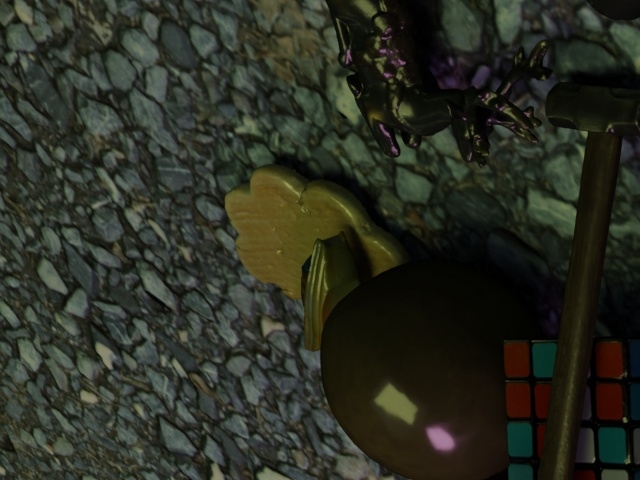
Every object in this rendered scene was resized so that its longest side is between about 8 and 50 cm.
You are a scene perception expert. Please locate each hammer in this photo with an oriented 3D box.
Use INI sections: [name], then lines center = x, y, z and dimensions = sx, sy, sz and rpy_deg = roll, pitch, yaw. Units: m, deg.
[hammer]
center = 0.224, 0.045, 1.716
dimensions = 0.111, 0.043, 0.365
rpy_deg = 13, 97, 49

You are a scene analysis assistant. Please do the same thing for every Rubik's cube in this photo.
[Rubik's cube]
center = 0.274, 0.160, 1.802
dimensions = 0.155, 0.154, 0.151
rpy_deg = -6, 85, 50

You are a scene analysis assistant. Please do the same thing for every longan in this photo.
[longan]
center = 0.108, 0.119, 1.926
dimensions = 0.248, 0.248, 0.248
rpy_deg = 29, 141, 27

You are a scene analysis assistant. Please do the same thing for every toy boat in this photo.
[toy boat]
center = 0.008, 0.060, 2.062
dimensions = 0.066, 0.065, 0.172
rpy_deg = 51, 152, 37

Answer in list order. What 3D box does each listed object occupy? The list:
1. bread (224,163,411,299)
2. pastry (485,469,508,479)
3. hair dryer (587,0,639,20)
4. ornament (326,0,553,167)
[bread]
center = 0.000, 0.000, 2.100
dimensions = 0.251, 0.039, 0.182
rpy_deg = 19, 135, 37
[pastry]
center = 0.166, 0.268, 2.018
dimensions = 0.154, 0.250, 0.102
rpy_deg = 27, 119, 27
[hair dryer]
center = 0.218, -0.288, 1.567
dimensions = 0.219, 0.071, 0.124
rpy_deg = 55, 146, 3
[ornament]
center = 0.110, -0.161, 1.757
dimensions = 0.236, 0.080, 0.202
rpy_deg = 14, 127, 57
